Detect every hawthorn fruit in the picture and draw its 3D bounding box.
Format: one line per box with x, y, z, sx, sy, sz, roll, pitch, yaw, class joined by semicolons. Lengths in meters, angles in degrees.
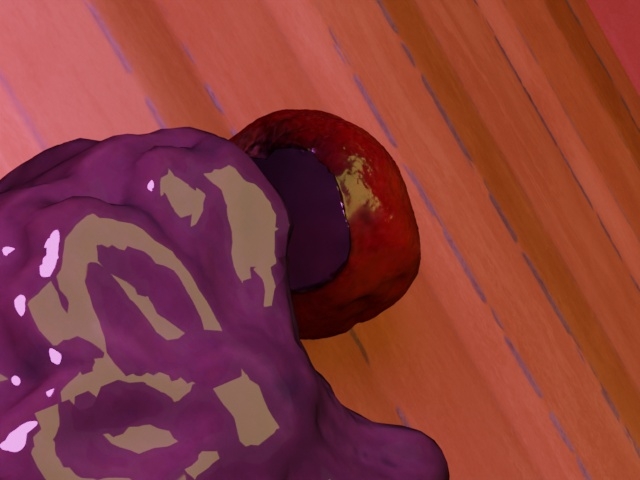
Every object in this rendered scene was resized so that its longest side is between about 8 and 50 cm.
0.000;0.000;1.635;0.251;0.189;0.189;46;27;-49;hawthorn fruit

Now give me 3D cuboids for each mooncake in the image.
-0.102;0.131;1.174;0.381;0.212;0.350;51;49;-14;mooncake
